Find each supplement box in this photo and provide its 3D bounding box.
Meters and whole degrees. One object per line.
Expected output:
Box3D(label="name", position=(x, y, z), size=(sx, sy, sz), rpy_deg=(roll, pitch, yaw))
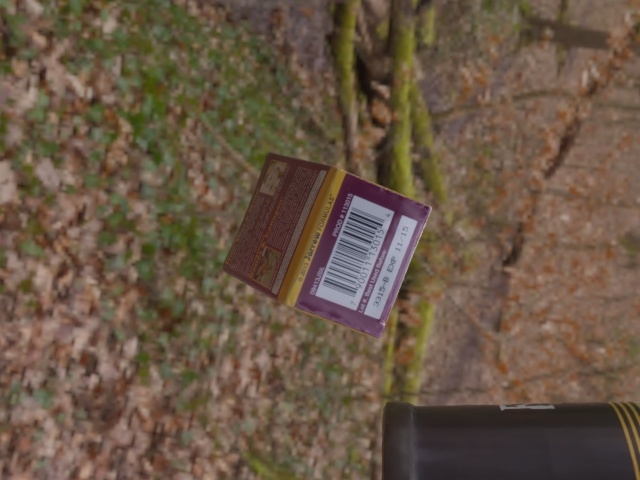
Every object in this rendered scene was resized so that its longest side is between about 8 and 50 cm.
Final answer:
Box3D(label="supplement box", position=(0.000, 0.000, 0.461), size=(0.055, 0.043, 0.083), rpy_deg=(-69, -158, 1))

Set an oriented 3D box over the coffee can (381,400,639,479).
Box3D(label="coffee can", position=(0.172, 0.179, 0.590), size=(0.201, 0.275, 0.201), rpy_deg=(-2, 90, -86))
